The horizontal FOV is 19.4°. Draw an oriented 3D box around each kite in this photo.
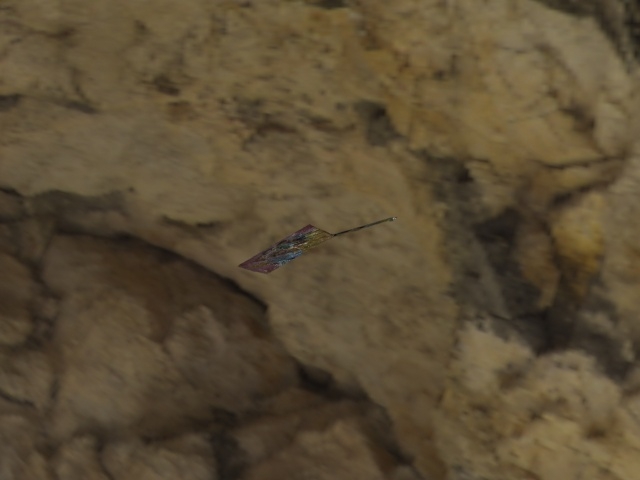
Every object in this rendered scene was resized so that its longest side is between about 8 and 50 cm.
[{"bbox_3d":[-0.004,0.003,0.786,0.078,0.044,0.002,-6,-115,-54],"label":"kite"}]
